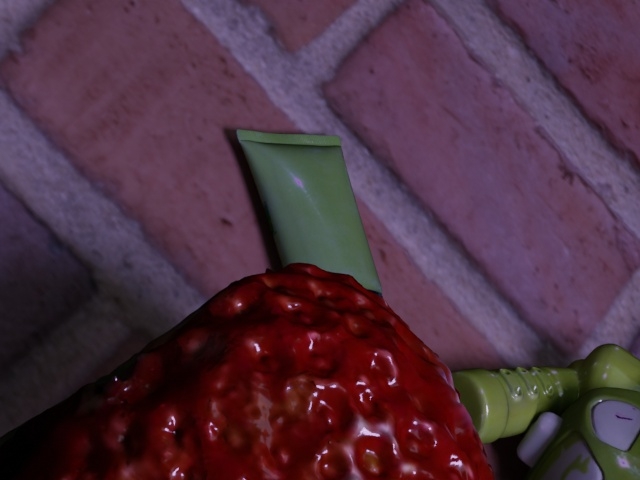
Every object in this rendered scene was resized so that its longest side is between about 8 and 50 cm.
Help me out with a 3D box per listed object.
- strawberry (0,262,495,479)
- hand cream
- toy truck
[{"bbox_3d":[-0.020,0.182,1.074,0.310,0.292,0.292,52,46,0],"label":"strawberry"},{"bbox_3d":[0.000,0.000,1.364,0.095,0.046,0.175,0,60,-37],"label":"hand cream"},{"bbox_3d":[0.204,0.152,1.383,0.210,0.148,0.187,45,41,20],"label":"toy truck"}]
